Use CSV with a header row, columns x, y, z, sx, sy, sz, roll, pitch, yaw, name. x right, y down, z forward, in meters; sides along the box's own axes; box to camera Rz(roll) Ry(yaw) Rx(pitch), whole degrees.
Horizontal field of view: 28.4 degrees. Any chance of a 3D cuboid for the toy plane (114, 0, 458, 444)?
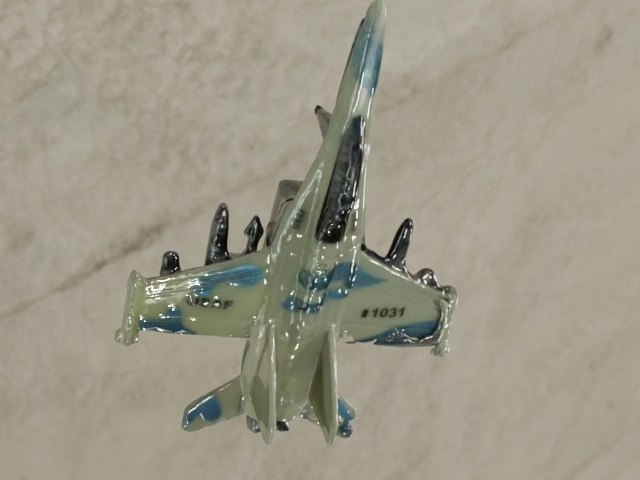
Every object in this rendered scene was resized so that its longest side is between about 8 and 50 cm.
x,y,z,sx,sy,sz,roll,pitch,yaw,name
-0.003,-0.005,0.669,0.192,0.088,0.262,5,111,-19,toy plane
